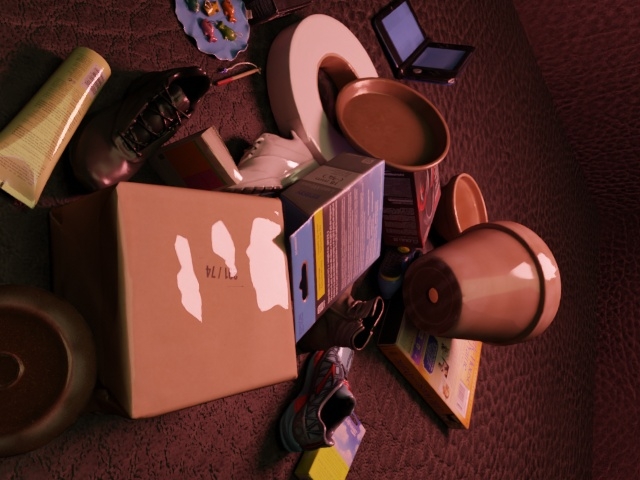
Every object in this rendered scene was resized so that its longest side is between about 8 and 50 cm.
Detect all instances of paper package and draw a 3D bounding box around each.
[{"bbox_3d":[-0.202,0.083,0.859,0.325,0.168,0.309,3,79,-53],"label":"paper package"}]

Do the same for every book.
[{"bbox_3d":[-0.204,-0.116,0.926,0.096,0.144,0.035,60,40,-24],"label":"book"}]

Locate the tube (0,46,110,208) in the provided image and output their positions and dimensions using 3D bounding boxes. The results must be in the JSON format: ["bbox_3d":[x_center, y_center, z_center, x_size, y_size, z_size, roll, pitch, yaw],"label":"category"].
[{"bbox_3d":[-0.375,-0.166,0.795,0.062,0.070,0.240,105,4,-62],"label":"tube"}]

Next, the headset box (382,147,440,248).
[{"bbox_3d":[0.225,-0.138,1.464,0.293,0.110,0.218,74,32,-43],"label":"headset box"}]

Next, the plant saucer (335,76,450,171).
[{"bbox_3d":[0.160,-0.258,1.303,0.278,0.041,0.277,11,55,-15],"label":"plant saucer"}]

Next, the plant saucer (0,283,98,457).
[{"bbox_3d":[-0.360,0.147,0.657,0.199,0.036,0.198,4,79,-19],"label":"plant saucer"}]

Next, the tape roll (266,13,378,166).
[{"bbox_3d":[0.028,-0.325,1.349,0.392,0.072,0.391,16,69,-50],"label":"tape roll"}]

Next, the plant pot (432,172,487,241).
[{"bbox_3d":[0.410,-0.077,1.751,0.237,0.110,0.237,19,66,-50],"label":"plant pot"}]

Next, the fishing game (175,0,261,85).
[{"bbox_3d":[-0.197,-0.439,1.111,0.189,0.041,0.264,-38,111,-47],"label":"fishing game"}]

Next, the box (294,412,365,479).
[{"bbox_3d":[0.023,0.424,1.164,0.109,0.043,0.178,60,40,-25],"label":"box"}]

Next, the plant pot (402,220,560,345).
[{"bbox_3d":[0.363,0.117,1.416,0.281,0.323,0.322,-5,85,-35],"label":"plant pot"}]

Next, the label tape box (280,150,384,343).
[{"bbox_3d":[0.000,0.000,1.117,0.334,0.106,0.240,-40,139,-45],"label":"label tape box"}]

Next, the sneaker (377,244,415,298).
[{"bbox_3d":[0.192,0.071,1.475,0.209,0.069,0.082,-53,151,-53],"label":"sneaker"}]

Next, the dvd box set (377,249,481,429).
[{"bbox_3d":[0.314,0.274,1.572,0.420,0.062,0.307,50,45,-32],"label":"dvd box set"}]

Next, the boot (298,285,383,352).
[{"bbox_3d":[0.066,0.136,1.199,0.083,0.161,0.246,55,43,-29],"label":"boot"}]

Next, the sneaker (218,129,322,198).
[{"bbox_3d":[-0.113,-0.134,1.108,0.129,0.111,0.297,60,34,1],"label":"sneaker"}]

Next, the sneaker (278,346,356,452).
[{"bbox_3d":[0.028,0.305,1.134,0.104,0.125,0.261,57,42,-27],"label":"sneaker"}]

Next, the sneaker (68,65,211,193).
[{"bbox_3d":[-0.267,-0.184,0.876,0.109,0.130,0.286,52,45,-33],"label":"sneaker"}]

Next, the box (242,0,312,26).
[{"bbox_3d":[-0.113,-0.565,1.221,0.147,0.078,0.180,-42,114,-49],"label":"box"}]

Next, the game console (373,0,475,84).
[{"bbox_3d":[0.320,-0.609,1.735,0.293,0.250,0.173,-54,149,-45],"label":"game console"}]
